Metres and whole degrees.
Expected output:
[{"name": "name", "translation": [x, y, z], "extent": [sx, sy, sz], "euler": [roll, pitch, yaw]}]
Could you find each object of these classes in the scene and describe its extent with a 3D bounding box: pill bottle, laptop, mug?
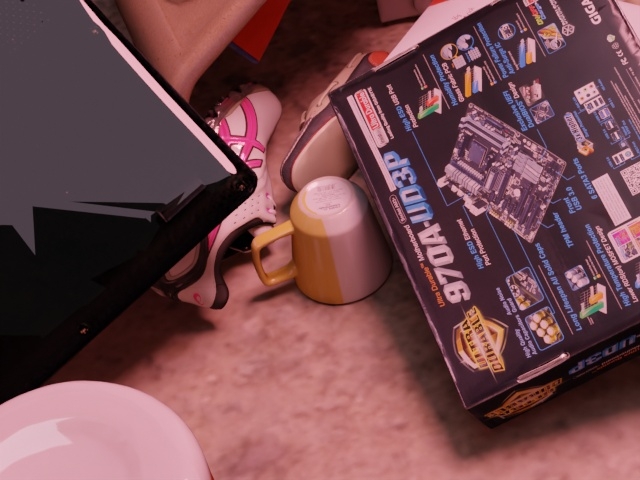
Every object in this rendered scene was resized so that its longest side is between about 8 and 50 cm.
[{"name": "pill bottle", "translation": [-0.086, 0.172, 0.650], "extent": [0.121, 0.221, 0.121], "euler": [-7, 46, 7]}, {"name": "laptop", "translation": [-0.303, -0.029, 0.962], "extent": [0.382, 0.236, 0.408], "euler": [-43, 80, -5]}, {"name": "mug", "translation": [0.004, 0.000, 0.898], "extent": [0.062, 0.064, 0.078], "euler": [27, 59, 31]}]

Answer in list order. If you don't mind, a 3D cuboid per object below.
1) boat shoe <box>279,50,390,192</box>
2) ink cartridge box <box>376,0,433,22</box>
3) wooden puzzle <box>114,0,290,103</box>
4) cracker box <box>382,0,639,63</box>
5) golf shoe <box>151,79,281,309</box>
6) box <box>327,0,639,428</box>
[{"name": "boat shoe", "translation": [0.011, -0.080, 0.981], "extent": [0.043, 0.049, 0.137], "euler": [18, 52, 30]}, {"name": "ink cartridge box", "translation": [0.084, -0.269, 1.084], "extent": [0.127, 0.128, 0.176], "euler": [-11, 47, 3]}, {"name": "wooden puzzle", "translation": [-0.023, -0.275, 1.009], "extent": [0.348, 0.080, 0.322], "euler": [-51, 35, 17]}, {"name": "cracker box", "translation": [0.156, -0.083, 0.938], "extent": [0.232, 0.067, 0.156], "euler": [18, 54, 28]}, {"name": "golf shoe", "translation": [-0.062, -0.028, 0.950], "extent": [0.086, 0.067, 0.186], "euler": [34, 48, -4]}, {"name": "box", "translation": [0.123, -0.031, 0.835], "extent": [0.175, 0.051, 0.220], "euler": [-29, 63, 11]}]
